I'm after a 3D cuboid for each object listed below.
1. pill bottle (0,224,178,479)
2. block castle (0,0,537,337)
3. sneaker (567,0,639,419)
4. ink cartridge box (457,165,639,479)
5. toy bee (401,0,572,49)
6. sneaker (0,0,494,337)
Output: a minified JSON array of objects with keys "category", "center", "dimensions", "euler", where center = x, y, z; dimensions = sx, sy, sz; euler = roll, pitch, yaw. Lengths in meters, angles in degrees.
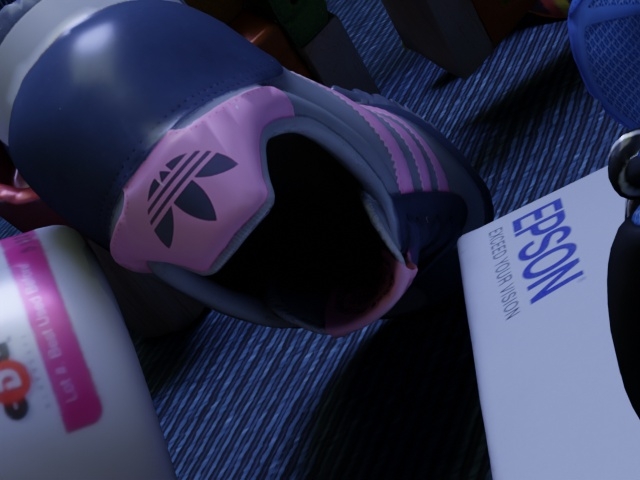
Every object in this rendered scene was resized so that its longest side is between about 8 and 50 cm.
[{"category":"pill bottle","center":[-0.197,0.110,0.658],"dimensions":[0.283,0.160,0.160],"euler":[-18,14,-11]},{"category":"block castle","center":[-0.069,-0.194,1.060],"dimensions":[0.453,0.213,0.303],"euler":[-46,48,-13]},{"category":"sneaker","center":[0.120,-0.025,0.450],"dimensions":[0.147,0.129,0.330],"euler":[-29,19,-3]},{"category":"ink cartridge box","center":[0.205,0.003,0.560],"dimensions":[0.330,0.071,0.324],"euler":[-28,16,10]},{"category":"toy bee","center":[0.104,-0.206,1.256],"dimensions":[0.195,0.162,0.298],"euler":[-29,42,-14]},{"category":"sneaker","center":[0.000,0.000,0.718],"dimensions":[0.112,0.131,0.319],"euler":[-52,-32,13]}]
